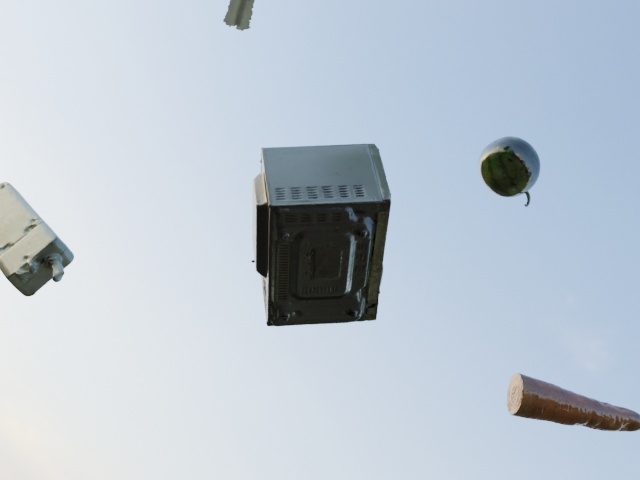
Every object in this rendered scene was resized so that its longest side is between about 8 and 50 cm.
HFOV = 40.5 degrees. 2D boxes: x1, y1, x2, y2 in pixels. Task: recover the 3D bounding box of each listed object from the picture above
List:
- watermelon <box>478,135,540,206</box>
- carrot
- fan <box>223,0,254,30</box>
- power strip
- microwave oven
[{"bbox_3d":[0.303,-0.115,1.383,0.109,0.109,0.109,27,-31,18],"label":"watermelon"},{"bbox_3d":[0.375,0.244,1.253,0.209,0.061,0.061,15,-29,-8],"label":"carrot"},{"bbox_3d":[-0.035,-0.445,1.009,0.233,0.415,0.012,23,5,15],"label":"fan"},{"bbox_3d":[-0.441,0.003,1.284,0.288,0.093,0.053,36,-17,45],"label":"power strip"},{"bbox_3d":[0.000,0.000,1.062,0.163,0.129,0.205,-5,-47,-8],"label":"microwave oven"}]
